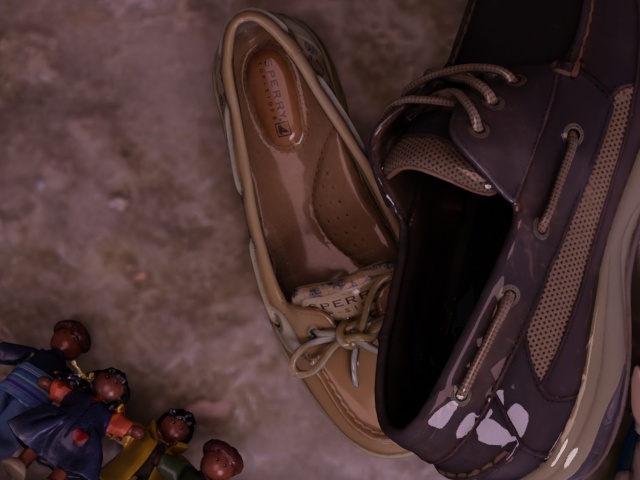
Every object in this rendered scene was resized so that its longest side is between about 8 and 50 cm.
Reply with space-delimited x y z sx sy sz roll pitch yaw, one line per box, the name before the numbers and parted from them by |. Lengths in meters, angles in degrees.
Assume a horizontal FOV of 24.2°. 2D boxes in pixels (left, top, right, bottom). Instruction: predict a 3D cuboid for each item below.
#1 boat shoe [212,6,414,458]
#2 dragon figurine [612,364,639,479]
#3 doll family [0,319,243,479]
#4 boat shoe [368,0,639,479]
boat shoe | 0.000 0.000 0.888 0.104 0.089 0.285 -24 90 5
dragon figurine | 0.208 0.134 0.862 0.085 0.144 0.289 21 103 23
doll family | -0.131 0.119 0.899 0.193 0.076 0.111 39 61 -4
boat shoe | 0.104 -0.042 0.814 0.130 0.132 0.355 16 73 -36
